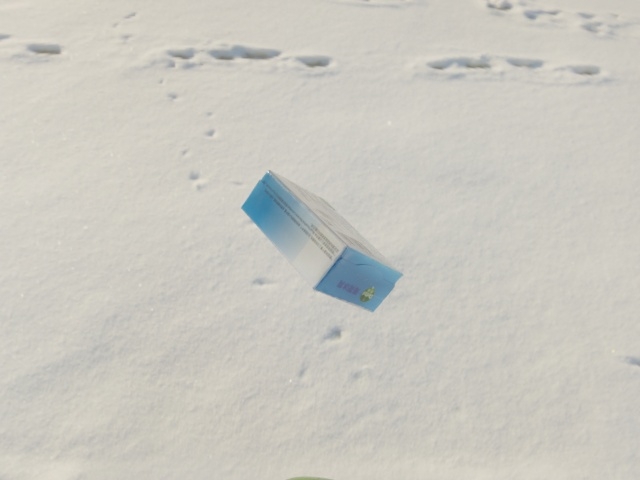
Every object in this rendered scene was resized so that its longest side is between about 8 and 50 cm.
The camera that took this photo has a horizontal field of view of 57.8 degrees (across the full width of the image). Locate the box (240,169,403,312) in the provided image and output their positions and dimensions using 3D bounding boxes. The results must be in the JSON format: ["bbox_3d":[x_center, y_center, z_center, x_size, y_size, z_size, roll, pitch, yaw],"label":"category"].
[{"bbox_3d":[0.000,-0.001,0.786,0.139,0.073,0.194,26,15,-49],"label":"box"}]

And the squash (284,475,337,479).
[{"bbox_3d":[0.009,0.496,1.103,0.292,0.082,0.082,-14,25,42],"label":"squash"}]
